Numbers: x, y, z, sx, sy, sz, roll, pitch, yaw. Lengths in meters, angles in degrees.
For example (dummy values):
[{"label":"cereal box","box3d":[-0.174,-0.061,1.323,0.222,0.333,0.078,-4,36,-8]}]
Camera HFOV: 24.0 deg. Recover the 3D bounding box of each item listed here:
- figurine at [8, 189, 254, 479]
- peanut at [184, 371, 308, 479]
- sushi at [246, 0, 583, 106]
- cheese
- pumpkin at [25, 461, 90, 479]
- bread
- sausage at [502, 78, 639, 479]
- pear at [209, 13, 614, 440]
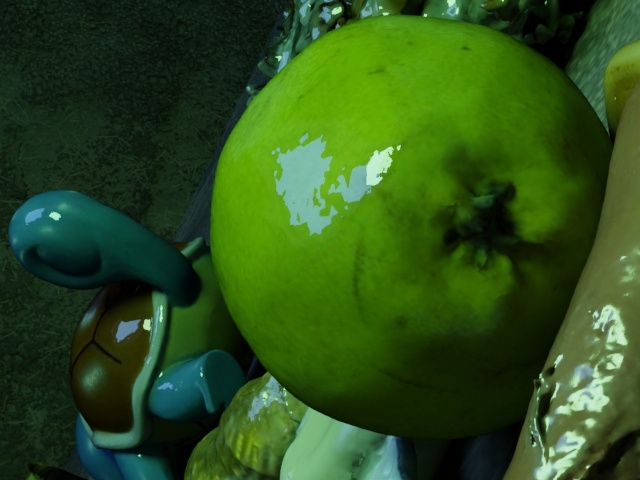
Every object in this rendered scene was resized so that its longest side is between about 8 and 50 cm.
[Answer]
[{"label":"figurine","box3d":[-0.146,0.116,1.429,0.416,0.243,0.298,83,-169,-50]},{"label":"peanut","box3d":[-0.041,0.156,1.112,0.207,0.087,0.087,-53,12,51]},{"label":"sushi","box3d":[0.091,-0.203,1.163,0.417,0.176,0.417,-58,10,17]},{"label":"cheese","box3d":[0.042,0.102,0.864,0.163,0.071,0.249,-64,9,-7]},{"label":"pumpkin","box3d":[-0.219,0.300,1.168,0.232,0.242,0.325,-56,3,-21]},{"label":"bread","box3d":[0.176,-0.072,0.717,0.103,0.049,0.062,159,105,-74]},{"label":"sausage","box3d":[0.111,0.067,0.582,0.087,0.079,0.327,-2,55,48]},{"label":"pear","box3d":[0.047,-0.010,0.758,0.212,0.212,0.269,-62,13,-2]}]
